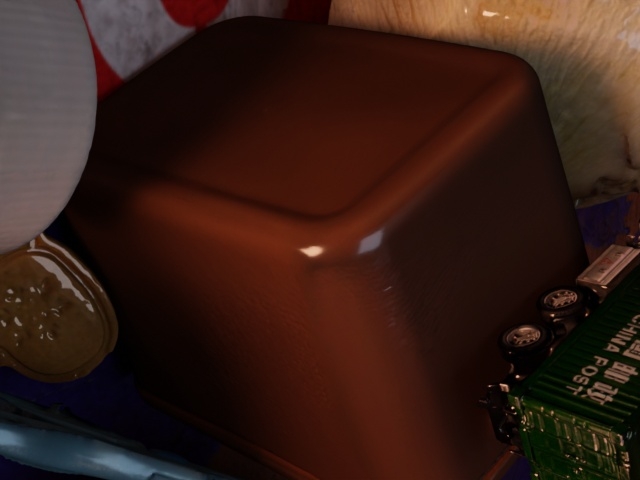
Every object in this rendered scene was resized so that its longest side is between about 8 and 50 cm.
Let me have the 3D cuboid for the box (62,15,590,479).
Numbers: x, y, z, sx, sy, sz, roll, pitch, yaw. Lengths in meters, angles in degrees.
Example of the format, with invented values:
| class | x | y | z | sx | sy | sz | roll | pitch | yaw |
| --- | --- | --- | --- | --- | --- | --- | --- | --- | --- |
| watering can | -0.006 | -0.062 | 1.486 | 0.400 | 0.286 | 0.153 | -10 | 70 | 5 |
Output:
| class | x | y | z | sx | sy | sz | roll | pitch | yaw |
| --- | --- | --- | --- | --- | --- | --- | --- | --- | --- |
| box | 0.000 | 0.000 | 0.863 | 0.239 | 0.339 | 0.229 | -41 | 129 | -29 |

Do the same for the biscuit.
| class | x | y | z | sx | sy | sz | roll | pitch | yaw |
| --- | --- | --- | --- | --- | --- | --- | --- | --- | --- |
| biscuit | -0.210 | 0.051 | 0.853 | 0.118 | 0.023 | 0.140 | -43 | 118 | 5 |

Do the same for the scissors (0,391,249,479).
| class | x | y | z | sx | sy | sz | roll | pitch | yaw |
| --- | --- | --- | --- | --- | --- | --- | --- | --- | --- |
| scissors | -0.112 | 0.152 | 0.810 | 0.393 | 0.180 | 0.032 | 20 | 86 | -12 |

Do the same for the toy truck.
| class | x | y | z | sx | sy | sz | roll | pitch | yaw |
| --- | --- | --- | --- | --- | --- | --- | --- | --- | --- |
| toy truck | 0.214 | 0.056 | 0.766 | 0.259 | 0.121 | 0.088 | -38 | 125 | -32 |

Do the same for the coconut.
| class | x | y | z | sx | sy | sz | roll | pitch | yaw |
| --- | --- | --- | --- | --- | --- | --- | --- | --- | --- |
| coconut | 0.181 | -0.184 | 0.976 | 0.346 | 0.346 | 0.360 | 24 | 78 | -49 |

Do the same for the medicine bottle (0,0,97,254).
| class | x | y | z | sx | sy | sz | roll | pitch | yaw |
| --- | --- | --- | --- | --- | --- | --- | --- | --- | --- |
| medicine bottle | -0.295 | -0.075 | 0.563 | 0.371 | 0.211 | 0.211 | -7 | 111 | -59 |
